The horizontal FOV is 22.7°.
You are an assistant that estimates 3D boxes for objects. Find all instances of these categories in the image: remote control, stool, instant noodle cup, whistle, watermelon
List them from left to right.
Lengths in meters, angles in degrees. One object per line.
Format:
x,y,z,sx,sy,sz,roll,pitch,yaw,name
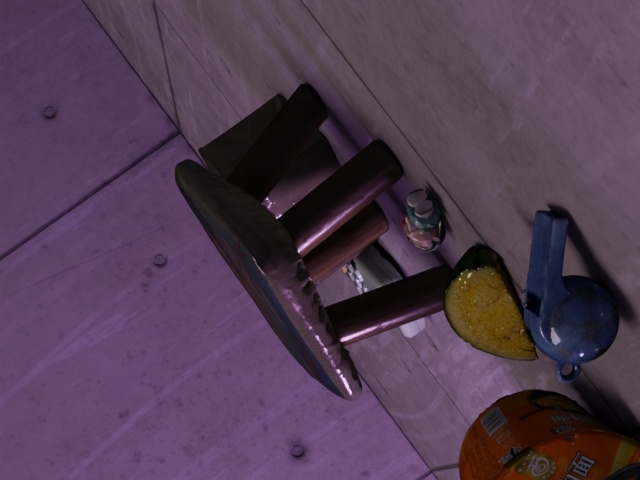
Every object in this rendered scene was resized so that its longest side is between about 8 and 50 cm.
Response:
0.000,0.000,2.038,0.310,0.226,0.310,58,172,-36,stool
0.063,0.036,2.456,0.296,0.056,0.140,47,172,46,remote control
0.194,0.061,1.838,0.092,0.075,0.181,-4,138,27,watermelon
0.257,0.281,1.775,0.230,0.230,0.182,57,-179,-20,instant noodle cup
0.232,0.053,1.449,0.090,0.090,0.158,-147,62,-71,whistle

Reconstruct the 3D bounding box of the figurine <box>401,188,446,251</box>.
0.117,-0.026,1.865,0.060,0.047,0.106,38,164,20,figurine

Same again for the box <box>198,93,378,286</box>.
-0.044,-0.062,2.317,0.155,0.149,0.231,46,169,47,box
